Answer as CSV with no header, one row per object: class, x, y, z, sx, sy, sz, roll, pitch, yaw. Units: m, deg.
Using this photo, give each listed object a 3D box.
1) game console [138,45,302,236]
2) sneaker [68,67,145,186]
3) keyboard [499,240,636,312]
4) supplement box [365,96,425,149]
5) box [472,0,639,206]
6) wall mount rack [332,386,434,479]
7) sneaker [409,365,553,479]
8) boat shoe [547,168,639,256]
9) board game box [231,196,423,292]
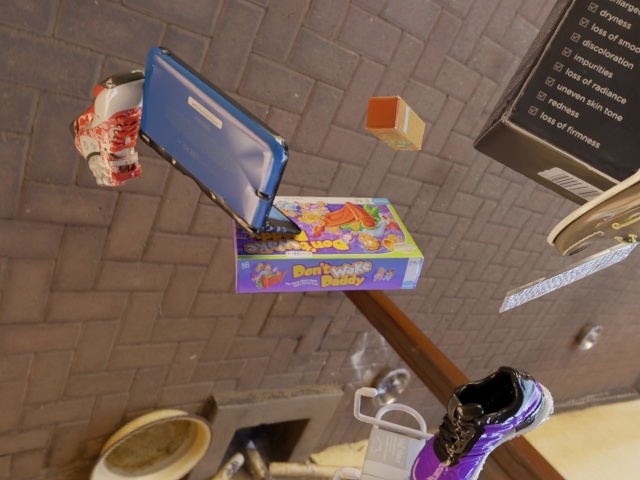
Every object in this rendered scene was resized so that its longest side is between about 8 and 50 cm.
game console,-0.146,-0.155,0.819,0.173,0.293,0.250,-33,156,-45
sneaker,-0.350,-0.186,0.863,0.090,0.270,0.145,-31,99,-45
keyboard,0.435,0.064,0.854,0.256,0.014,0.072,-22,144,-3
supplement box,0.187,-0.280,1.183,0.233,0.078,0.080,2,93,-63
box,0.648,-0.299,0.952,0.472,0.479,0.297,-60,175,5
wall mount rack,0.192,0.412,0.908,0.304,0.350,0.131,10,119,11
sneaker,0.247,0.318,0.833,0.293,0.102,0.146,-44,124,5
boat shoe,0.474,-0.048,0.726,0.109,0.091,0.305,-16,157,-31
board game box,0.000,0.000,0.977,0.347,0.233,0.078,0,123,-13
